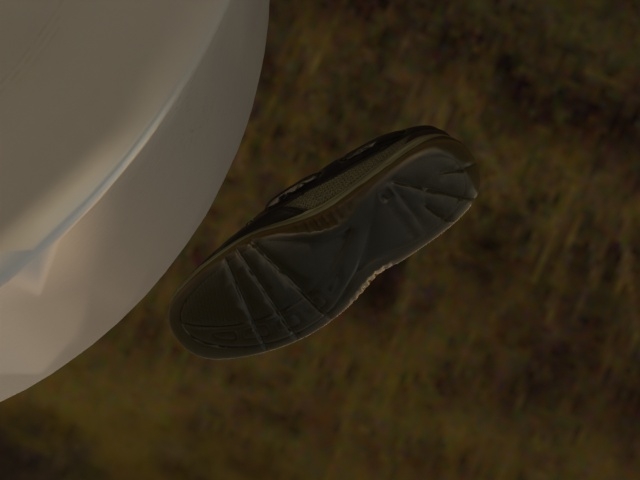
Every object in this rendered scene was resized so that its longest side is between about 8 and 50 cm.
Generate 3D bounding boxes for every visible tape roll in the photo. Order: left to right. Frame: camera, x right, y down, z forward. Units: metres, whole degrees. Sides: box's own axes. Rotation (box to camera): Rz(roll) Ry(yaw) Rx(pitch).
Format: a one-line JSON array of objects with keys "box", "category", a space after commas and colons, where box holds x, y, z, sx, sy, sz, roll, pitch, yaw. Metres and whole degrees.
[{"box": [-0.130, -0.078, 0.417, 0.246, 0.246, 0.169, 25, 172, 1], "category": "tape roll"}]

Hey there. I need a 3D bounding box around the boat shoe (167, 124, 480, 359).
[{"box": [0.000, -0.001, 1.242, 0.080, 0.223, 0.073, 56, -177, -21], "category": "boat shoe"}]
